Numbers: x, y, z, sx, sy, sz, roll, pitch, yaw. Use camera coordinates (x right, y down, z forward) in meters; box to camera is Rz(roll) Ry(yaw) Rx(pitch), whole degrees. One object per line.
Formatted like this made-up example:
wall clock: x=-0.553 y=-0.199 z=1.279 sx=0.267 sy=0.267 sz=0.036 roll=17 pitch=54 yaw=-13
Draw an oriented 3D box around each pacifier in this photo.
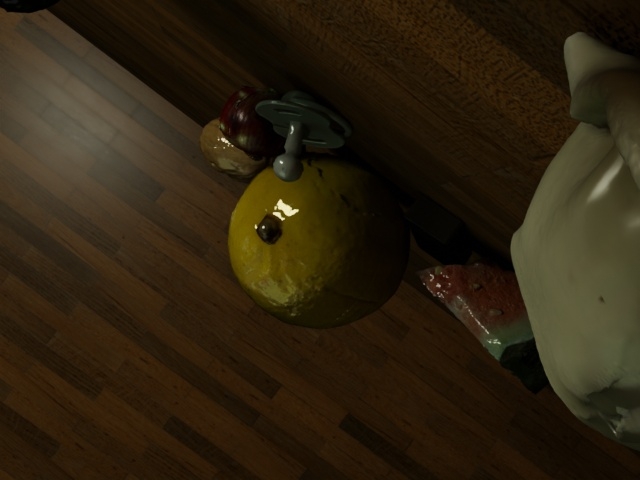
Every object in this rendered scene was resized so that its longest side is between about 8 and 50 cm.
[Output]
pacifier: x=-0.024 y=-0.133 z=1.190 sx=0.126 sy=0.117 sz=0.150 roll=10 pitch=166 yaw=15

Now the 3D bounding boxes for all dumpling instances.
dumpling: x=0.189 y=-0.005 z=0.440 sx=0.318 sy=0.187 sz=0.243 roll=56 pitch=-159 yaw=-60

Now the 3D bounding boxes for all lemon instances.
lemon: x=0.000 y=-0.001 z=1.413 sx=0.297 sy=0.297 sz=0.297 roll=37 pitch=178 yaw=2

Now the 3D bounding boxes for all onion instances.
onion: x=-0.089 y=-0.172 z=1.333 sx=0.117 sy=0.119 sz=0.118 roll=-4 pitch=-158 yaw=-31

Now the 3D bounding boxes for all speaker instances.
speaker: x=0.184 y=-0.006 z=1.370 sx=0.082 sy=0.044 sz=0.218 roll=36 pitch=177 yaw=16

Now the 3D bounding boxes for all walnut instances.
walnut: x=-0.153 y=-0.187 z=1.750 sx=0.166 sy=0.149 sz=0.166 roll=13 pitch=-156 yaw=-6

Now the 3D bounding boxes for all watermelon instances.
watermelon: x=0.251 y=0.098 z=1.343 sx=0.256 sy=0.140 sz=0.193 roll=39 pitch=173 yaw=32

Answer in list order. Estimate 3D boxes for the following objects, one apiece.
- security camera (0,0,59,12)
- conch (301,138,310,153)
security camera: x=-0.366 y=-0.355 z=0.999 sx=0.191 sy=0.197 sz=0.277 roll=46 pitch=-176 yaw=-4
conch: x=-0.067 y=-0.172 z=1.437 sx=0.121 sy=0.074 sz=0.089 roll=-5 pitch=-163 yaw=-22
